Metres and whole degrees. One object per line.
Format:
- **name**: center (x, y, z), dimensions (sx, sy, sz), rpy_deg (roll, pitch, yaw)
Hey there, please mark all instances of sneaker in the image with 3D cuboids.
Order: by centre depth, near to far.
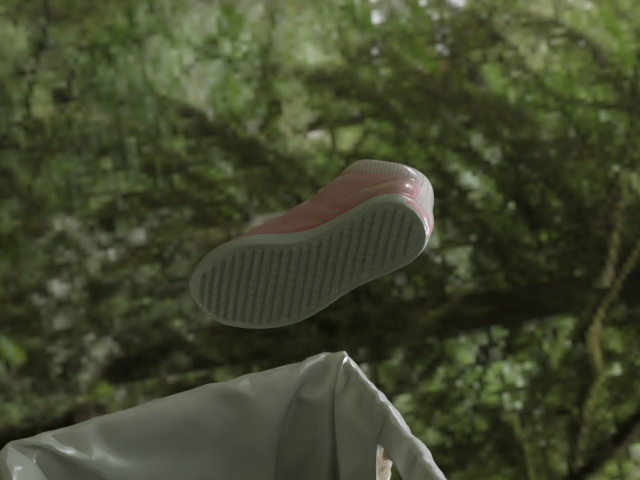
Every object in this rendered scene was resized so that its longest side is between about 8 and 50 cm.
- **sneaker**: center (0.000, 0.000, 0.894), dimensions (0.051, 0.134, 0.070), rpy_deg (61, 24, -18)

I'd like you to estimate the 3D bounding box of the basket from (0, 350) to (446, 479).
- **basket**: center (-0.062, 0.307, 1.417), dimensions (0.328, 0.331, 0.266), rpy_deg (-130, -149, -56)
